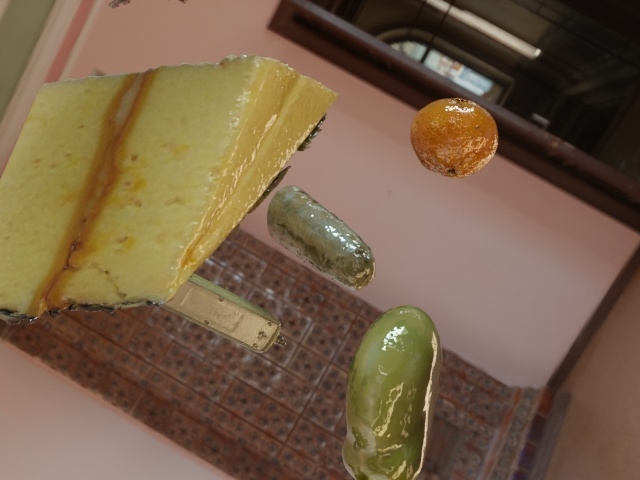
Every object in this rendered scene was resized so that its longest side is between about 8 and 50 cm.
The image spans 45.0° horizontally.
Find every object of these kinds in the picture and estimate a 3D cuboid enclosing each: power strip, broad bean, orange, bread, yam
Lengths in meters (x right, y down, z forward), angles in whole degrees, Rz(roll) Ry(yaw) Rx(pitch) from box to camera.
[{"bbox_3d":[-0.228,0.149,1.692,0.092,0.387,0.066,-56,28,6],"label":"power strip"},{"bbox_3d":[0.112,0.237,1.164,0.238,0.119,0.291,49,-128,-54],"label":"broad bean"},{"bbox_3d":[0.200,-0.153,1.170,0.117,0.135,0.135,-59,-4,-22],"label":"orange"},{"bbox_3d":[-0.215,-0.050,0.986,0.242,0.345,0.405,28,-106,-65],"label":"bread"},{"bbox_3d":[0.000,0.000,1.648,0.133,0.330,0.133,-22,-50,-28],"label":"yam"}]

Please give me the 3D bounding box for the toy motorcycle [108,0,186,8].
[{"bbox_3d":[-0.368,-0.555,1.665,0.213,0.122,0.082,-20,18,-8],"label":"toy motorcycle"}]
